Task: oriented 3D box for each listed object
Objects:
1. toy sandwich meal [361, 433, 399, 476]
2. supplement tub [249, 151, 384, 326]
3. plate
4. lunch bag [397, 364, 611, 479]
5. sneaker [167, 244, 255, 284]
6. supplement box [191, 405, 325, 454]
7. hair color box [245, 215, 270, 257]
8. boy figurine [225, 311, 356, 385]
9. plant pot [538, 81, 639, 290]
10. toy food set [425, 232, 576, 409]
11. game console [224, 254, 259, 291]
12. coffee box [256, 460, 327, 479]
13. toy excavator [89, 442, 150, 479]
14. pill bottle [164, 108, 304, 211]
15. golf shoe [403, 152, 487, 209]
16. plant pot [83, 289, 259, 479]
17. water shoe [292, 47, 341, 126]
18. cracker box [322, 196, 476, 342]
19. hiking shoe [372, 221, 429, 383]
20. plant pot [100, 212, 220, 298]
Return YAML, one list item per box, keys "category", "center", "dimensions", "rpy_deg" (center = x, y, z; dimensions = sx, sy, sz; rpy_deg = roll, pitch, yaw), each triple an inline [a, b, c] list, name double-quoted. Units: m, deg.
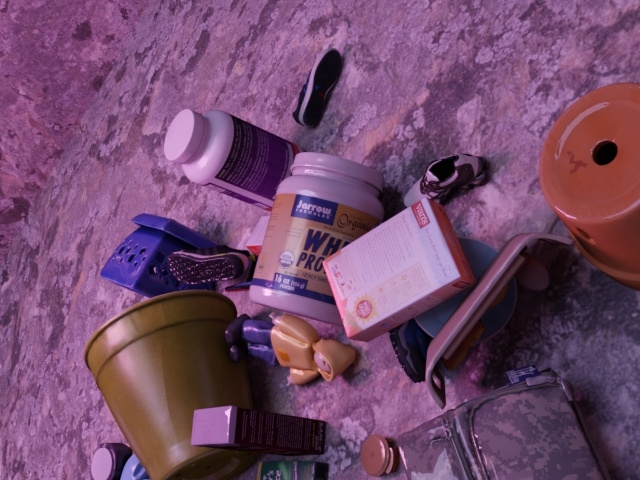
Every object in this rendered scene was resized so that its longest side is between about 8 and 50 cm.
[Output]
- category: "toy sandwich meal"
  center: [0.109, 0.396, 1.374]
  dimensions: [0.085, 0.029, 0.086]
  rpy_deg: [-28, 54, 46]
- category: "supplement tub"
  center: [0.000, 0.000, 1.520]
  dimensions: [0.228, 0.228, 0.316]
  rpy_deg: [6, 79, 51]
- category: "plate"
  center: [0.243, 0.087, 1.289]
  dimensions: [0.188, 0.024, 0.188]
  rpy_deg: [-1, 85, 14]
- category: "lunch bag"
  center: [0.282, 0.360, 1.048]
  dimensions: [0.256, 0.212, 0.305]
  rpy_deg: [-29, 52, 18]
- category: "sneaker"
  center: [-0.268, 0.057, 1.849]
  dimensions: [0.234, 0.097, 0.084]
  rpy_deg: [3, 114, 27]
- category: "supplement box"
  center: [-0.121, 0.382, 1.483]
  dimensions: [0.130, 0.239, 0.073]
  rpy_deg: [-19, 61, 45]
- category: "hair color box"
  center: [-0.095, -0.012, 1.765]
  dimensions: [0.167, 0.053, 0.093]
  rpy_deg: [-4, 51, 51]
- category: "boy figurine"
  center: [-0.058, 0.236, 1.560]
  dimensions: [0.285, 0.092, 0.177]
  rpy_deg: [11, 120, 32]
- category: "plant pot"
  center: [0.447, -0.088, 1.041]
  dimensions: [0.291, 0.203, 0.291]
  rpy_deg: [-23, 57, 42]
- category: "toy food set"
  center: [0.270, 0.114, 1.152]
  dimensions: [0.092, 0.220, 0.306]
  rpy_deg: [36, 96, 7]
- category: "game console"
  center: [-0.153, 0.069, 1.797]
  dimensions: [0.144, 0.124, 0.085]
  rpy_deg: [-9, 94, 49]
- category: "coffee box"
  center: [-0.063, 0.508, 1.518]
  dimensions: [0.184, 0.040, 0.113]
  rpy_deg: [-16, 62, 46]
- category: "toy excavator"
  center: [-0.350, 0.701, 1.667]
  dimensions: [0.445, 0.222, 0.433]
  rpy_deg: [8, 81, 43]
- category: "pill bottle"
  center: [-0.200, -0.195, 1.772]
  dimensions: [0.181, 0.323, 0.181]
  rpy_deg: [-24, 56, 42]
- category: "golf shoe"
  center: [0.218, -0.118, 1.421]
  dimensions: [0.198, 0.094, 0.077]
  rpy_deg: [-31, 53, 41]
- category: "plant pot"
  center: [-0.301, 0.358, 1.664]
  dimensions: [0.366, 0.366, 0.353]
  rpy_deg: [-45, 55, 28]
- category: "water shoe"
  center: [-0.017, -0.383, 1.843]
  dimensions: [0.080, 0.073, 0.203]
  rpy_deg: [26, 94, 54]
- category: "cracker box"
  center: [0.129, 0.053, 1.269]
  dimensions: [0.232, 0.067, 0.156]
  rpy_deg: [-33, 61, 27]
- category: "hiking shoe"
  center: [0.177, 0.102, 1.354]
  dimensions: [0.132, 0.113, 0.304]
  rpy_deg: [-11, 79, 3]
- category: "plant pot"
  center: [-0.415, 0.060, 2.003]
  dimensions: [0.236, 0.236, 0.212]
  rpy_deg: [11, 76, 52]
